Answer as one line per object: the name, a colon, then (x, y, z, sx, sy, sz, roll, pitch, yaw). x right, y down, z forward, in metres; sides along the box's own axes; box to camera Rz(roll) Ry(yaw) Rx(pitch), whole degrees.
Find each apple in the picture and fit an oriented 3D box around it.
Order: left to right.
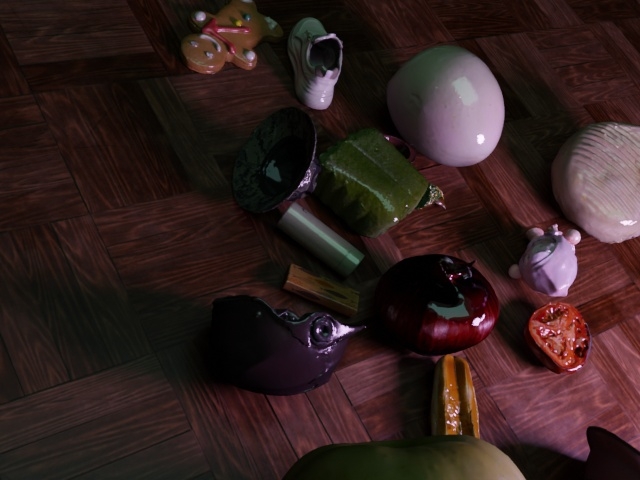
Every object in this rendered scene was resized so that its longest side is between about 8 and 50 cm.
apple: (0.133, 0.521, 1.270, 0.473, 0.473, 0.473, 13, 52, -18)

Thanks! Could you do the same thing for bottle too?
bottle: (0.000, 0.000, 1.810, 0.201, 0.072, 0.072, 37, 49, 2)

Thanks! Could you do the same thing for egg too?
egg: (0.332, -0.345, 2.088, 0.283, 0.283, 0.345, -13, 60, -33)

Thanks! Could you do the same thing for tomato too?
tomato: (0.563, 0.238, 1.914, 0.174, 0.082, 0.166, -28, 68, -34)

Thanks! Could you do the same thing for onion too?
onion: (0.256, 0.112, 1.734, 0.273, 0.285, 0.273, 5, 37, -4)

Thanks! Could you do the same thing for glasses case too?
glasses case: (0.000, 0.112, 1.751, 0.170, 0.041, 0.064, 23, 38, -10)

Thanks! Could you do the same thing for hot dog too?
hot dog: (0.280, 0.357, 1.695, 0.109, 0.072, 0.269, 16, 53, -18)

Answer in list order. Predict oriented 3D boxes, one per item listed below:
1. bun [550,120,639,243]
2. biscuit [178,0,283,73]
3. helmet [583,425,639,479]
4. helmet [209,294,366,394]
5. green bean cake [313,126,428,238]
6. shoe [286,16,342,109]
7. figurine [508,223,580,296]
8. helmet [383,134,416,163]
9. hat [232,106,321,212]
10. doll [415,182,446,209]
bun: (0.791, -0.158, 2.226, 0.326, 0.234, 0.362, 21, 65, -4)
biscuit: (-0.238, -0.537, 2.097, 0.216, 0.047, 0.340, 41, 49, 7)
helmet: (0.658, 0.550, 1.642, 0.338, 0.271, 0.197, 32, 79, -1)
helmet: (-0.074, 0.210, 1.537, 0.305, 0.225, 0.177, 16, 80, -14)
green bean cake: (0.117, -0.135, 1.937, 0.248, 0.125, 0.222, 44, 50, 12)
shoe: (-0.003, -0.505, 2.120, 0.124, 0.159, 0.316, 6, 57, -21)
figurine: (0.571, 0.047, 2.010, 0.133, 0.200, 0.276, 53, 24, -6)
helmet: (0.184, -0.217, 2.069, 0.111, 0.057, 0.089, 26, 46, -2)
hat: (-0.074, -0.162, 1.835, 0.128, 0.265, 0.265, 32, 39, -47)
doll: (0.282, -0.122, 2.038, 0.113, 0.076, 0.078, -10, 53, -33)
